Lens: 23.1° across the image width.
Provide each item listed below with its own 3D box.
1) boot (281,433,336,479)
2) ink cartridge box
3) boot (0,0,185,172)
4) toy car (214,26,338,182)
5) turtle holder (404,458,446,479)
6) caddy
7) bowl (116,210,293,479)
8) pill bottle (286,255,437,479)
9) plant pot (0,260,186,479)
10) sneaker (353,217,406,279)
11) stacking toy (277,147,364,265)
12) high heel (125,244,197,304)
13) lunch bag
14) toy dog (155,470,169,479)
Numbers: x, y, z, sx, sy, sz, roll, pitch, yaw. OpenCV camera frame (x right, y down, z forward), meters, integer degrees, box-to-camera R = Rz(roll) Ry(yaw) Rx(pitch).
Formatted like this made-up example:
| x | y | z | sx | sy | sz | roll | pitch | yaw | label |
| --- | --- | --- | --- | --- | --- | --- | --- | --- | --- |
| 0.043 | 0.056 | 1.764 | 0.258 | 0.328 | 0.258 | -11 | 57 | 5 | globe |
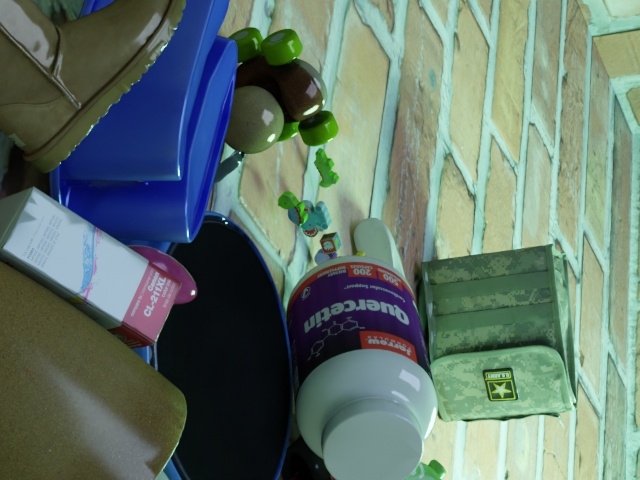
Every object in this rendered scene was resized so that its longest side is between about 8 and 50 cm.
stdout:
| x | y | z | sx | sy | sz | roll | pitch | yaw | label |
| --- | --- | --- | --- | --- | --- | --- | --- | --- | --- |
| 0.020 | 0.350 | 2.150 | 0.176 | 0.088 | 0.244 | -53 | 130 | -50 | boot |
| -0.239 | 0.032 | 1.465 | 0.175 | 0.127 | 0.072 | 35 | 64 | -26 | ink cartridge box |
| -0.280 | -0.227 | 1.437 | 0.269 | 0.089 | 0.236 | 45 | 71 | -27 | boot |
| -0.095 | -0.162 | 2.032 | 0.188 | 0.149 | 0.155 | -42 | 122 | -28 | toy car |
| 0.137 | 0.439 | 2.077 | 0.243 | 0.227 | 0.320 | 48 | -14 | 27 | turtle holder |
| -0.203 | -0.155 | 1.677 | 0.241 | 0.179 | 0.341 | 87 | 11 | -54 | caddy |
| -0.140 | 0.150 | 1.844 | 0.391 | 0.077 | 0.391 | -8 | 90 | -66 | bowl |
| 0.053 | 0.171 | 2.040 | 0.323 | 0.181 | 0.181 | -99 | 168 | -58 | pill bottle |
| -0.286 | 0.124 | 1.376 | 0.254 | 0.237 | 0.237 | 53 | 34 | -22 | plant pot |
| 0.105 | 0.069 | 2.441 | 0.094 | 0.080 | 0.212 | 0 | 82 | -78 | sneaker |
| 0.000 | 0.000 | 2.250 | 0.167 | 0.052 | 0.221 | -56 | 131 | -59 | stacking toy |
| -0.226 | 0.057 | 1.599 | 0.244 | 0.082 | 0.117 | 24 | 50 | -40 | high heel |
| 0.305 | 0.166 | 2.654 | 0.169 | 0.235 | 0.287 | 18 | 66 | -70 | lunch bag |
| -0.211 | 0.301 | 1.528 | 0.334 | 0.161 | 0.220 | -68 | 142 | -49 | toy dog |
